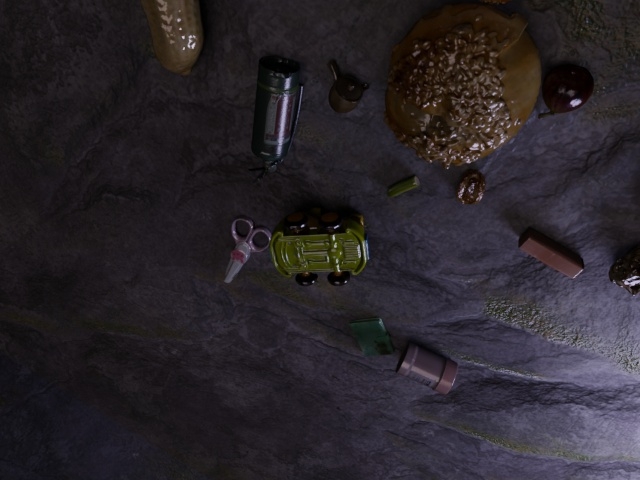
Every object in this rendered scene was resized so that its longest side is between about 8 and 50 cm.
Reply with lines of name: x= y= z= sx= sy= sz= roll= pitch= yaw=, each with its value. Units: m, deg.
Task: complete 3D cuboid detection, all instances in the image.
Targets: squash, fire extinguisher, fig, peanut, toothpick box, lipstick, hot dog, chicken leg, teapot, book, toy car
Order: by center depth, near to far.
fig: x=0.460 y=-0.271 z=1.021 sx=0.088 sy=0.089 sz=0.125 roll=16 pitch=153 yaw=10
peanut: x=-0.310 y=-0.471 z=1.135 sx=0.122 sy=0.137 sz=0.253 roll=-20 pitch=128 yaw=-21
teapot: x=0.050 y=-0.332 z=1.148 sx=0.110 sy=0.085 sz=0.080 roll=61 pitch=152 yaw=9
chicken leg: x=0.730 y=0.057 z=1.156 sx=0.196 sy=0.080 sz=0.125 roll=-16 pitch=128 yaw=21
hot dog: x=0.336 y=-0.115 z=1.198 sx=0.058 sy=0.035 sz=0.083 roll=19 pitch=129 yaw=12
lipstick: x=0.527 y=0.029 z=1.224 sx=0.145 sy=0.045 sz=0.045 roll=30 pitch=132 yaw=-3
fire extinguisher: x=-0.108 y=-0.262 z=1.225 sx=0.093 sy=0.118 sz=0.294 roll=43 pitch=138 yaw=34
squash: x=0.190 y=-0.124 z=1.253 sx=0.083 sy=0.027 sz=0.027 roll=-21 pitch=115 yaw=32
toy car: x=0.000 y=0.000 z=1.341 sx=0.247 sy=0.142 sz=0.200 roll=1 pitch=125 yaw=8
toothpick box: x=0.300 y=0.359 z=1.514 sx=0.148 sy=0.098 sz=0.098 roll=24 pitch=129 yaw=4
book: x=0.154 y=0.284 z=1.567 sx=0.103 sy=0.017 sz=0.135 roll=-11 pitch=120 yaw=28

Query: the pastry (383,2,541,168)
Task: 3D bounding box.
pastry: x=0.252 y=-0.271 z=0.998 sx=0.284 sy=0.184 sz=0.316 roll=24 pitch=140 yaw=2

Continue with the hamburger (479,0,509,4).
hamburger: x=0.258 y=-0.483 z=0.883 sx=0.210 sy=0.173 sz=0.116 roll=41 pitch=99 yaw=-13

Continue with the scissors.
scissors: x=-0.228 y=0.036 z=1.524 sx=0.118 sy=0.030 sz=0.242 roll=32 pitch=127 yaw=-2
